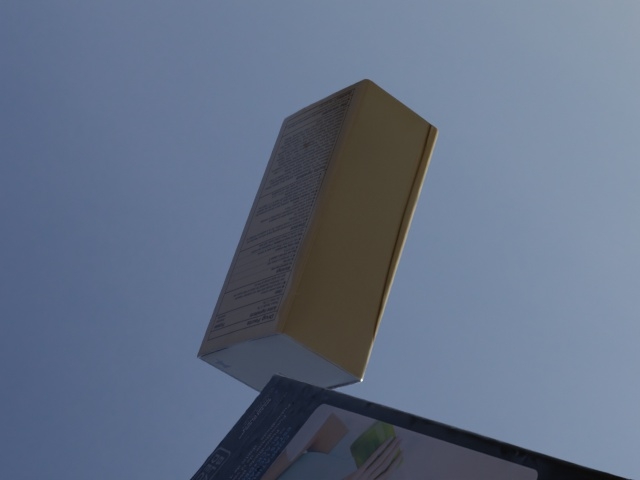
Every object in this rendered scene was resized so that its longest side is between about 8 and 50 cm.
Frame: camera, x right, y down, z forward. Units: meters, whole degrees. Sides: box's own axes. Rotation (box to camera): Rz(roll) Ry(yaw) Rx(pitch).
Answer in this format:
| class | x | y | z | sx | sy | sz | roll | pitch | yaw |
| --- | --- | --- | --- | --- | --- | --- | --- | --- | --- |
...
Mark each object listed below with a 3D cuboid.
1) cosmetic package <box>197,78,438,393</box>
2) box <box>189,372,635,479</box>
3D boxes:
| class | x | y | z | sx | sy | sz | roll | pitch | yaw |
| --- | --- | --- | --- | --- | --- | --- | --- | --- | --- |
| cosmetic package | 0.000 | 0.000 | 1.472 | 0.113 | 0.160 | 0.309 | 32 | -119 | -26 |
| box | 0.064 | 0.147 | 0.528 | 0.169 | 0.087 | 0.290 | 43 | 166 | -16 |
